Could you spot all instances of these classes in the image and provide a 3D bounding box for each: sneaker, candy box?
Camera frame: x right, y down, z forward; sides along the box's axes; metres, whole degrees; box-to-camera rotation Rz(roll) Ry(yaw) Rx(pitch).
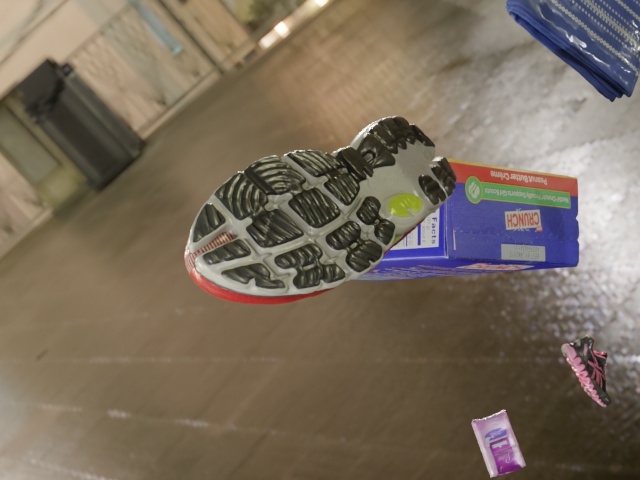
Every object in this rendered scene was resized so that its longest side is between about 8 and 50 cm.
[{"bbox_3d":[0.405,0.191,1.791,0.057,0.119,0.047,-33,17,-5],"label":"sneaker"},{"bbox_3d":[0.000,0.000,0.894,0.279,0.107,0.118,-23,-21,-50],"label":"sneaker"},{"bbox_3d":[0.111,-0.018,1.487,0.317,0.122,0.268,-4,-6,43],"label":"candy box"}]

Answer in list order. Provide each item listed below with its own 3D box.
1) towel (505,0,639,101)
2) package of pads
[{"bbox_3d":[0.370,-0.382,1.645,0.040,0.243,0.336,-12,54,53],"label":"towel"},{"bbox_3d":[0.242,0.277,1.659,0.050,0.083,0.032,-19,-11,0],"label":"package of pads"}]
